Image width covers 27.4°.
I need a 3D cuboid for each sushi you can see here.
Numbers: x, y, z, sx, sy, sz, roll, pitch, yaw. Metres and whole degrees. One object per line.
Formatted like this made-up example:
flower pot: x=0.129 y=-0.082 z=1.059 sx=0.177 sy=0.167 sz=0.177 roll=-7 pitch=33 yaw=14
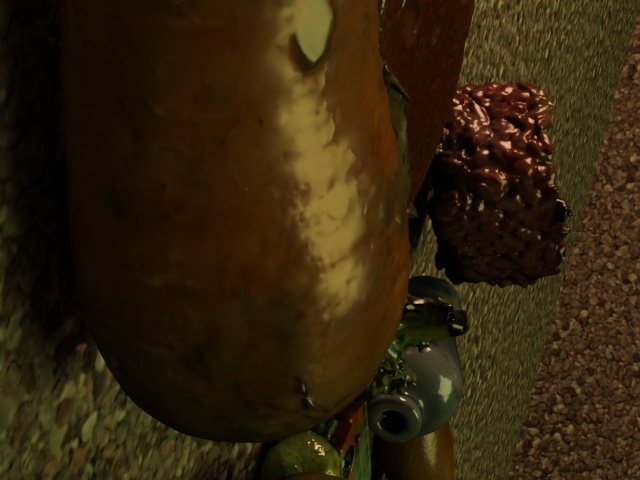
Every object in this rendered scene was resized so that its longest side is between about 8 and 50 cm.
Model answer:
sushi: x=0.213 y=-0.069 z=1.670 sx=0.270 sy=0.171 sz=0.236 roll=79 pitch=3 yaw=-51

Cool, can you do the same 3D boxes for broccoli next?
broccoli: x=0.076 y=0.087 z=1.414 sx=0.154 sy=0.160 sz=0.167 roll=2 pitch=83 yaw=-71

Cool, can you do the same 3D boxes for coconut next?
coconut: x=-0.015 y=0.242 z=1.366 sx=0.096 sy=0.088 sz=0.088 roll=-21 pitch=130 yaw=-30

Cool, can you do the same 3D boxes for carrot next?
carrot: x=-0.054 y=-0.043 z=0.831 sx=0.224 sy=0.224 sz=0.341 roll=-50 pitch=143 yaw=-53

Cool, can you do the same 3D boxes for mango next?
mango: x=0.136 y=0.266 z=1.837 sx=0.136 sy=0.099 sz=0.227 roll=-44 pitch=137 yaw=-59

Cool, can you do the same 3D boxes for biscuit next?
biscuit: x=0.079 y=-0.188 z=1.351 sx=0.381 sy=0.074 sz=0.359 roll=62 pitch=46 yaw=-62

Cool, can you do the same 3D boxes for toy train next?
toy train: x=0.010 y=0.251 z=1.487 sx=0.188 sy=0.072 sz=0.099 roll=84 pitch=21 yaw=-46

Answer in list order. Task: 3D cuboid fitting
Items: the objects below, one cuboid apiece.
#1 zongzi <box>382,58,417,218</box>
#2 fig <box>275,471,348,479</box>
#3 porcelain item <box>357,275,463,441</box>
zongzi: x=0.000 y=0.000 z=1.149 sx=0.260 sy=0.123 sz=0.289 roll=-61 pitch=157 yaw=-20
fig: x=0.013 y=0.345 z=1.234 sx=0.271 sy=0.239 sz=0.239 roll=22 pitch=81 yaw=-34
porcelain item: x=0.113 y=0.146 z=1.614 sx=0.259 sy=0.141 sz=0.141 roll=-63 pitch=159 yaw=-56
